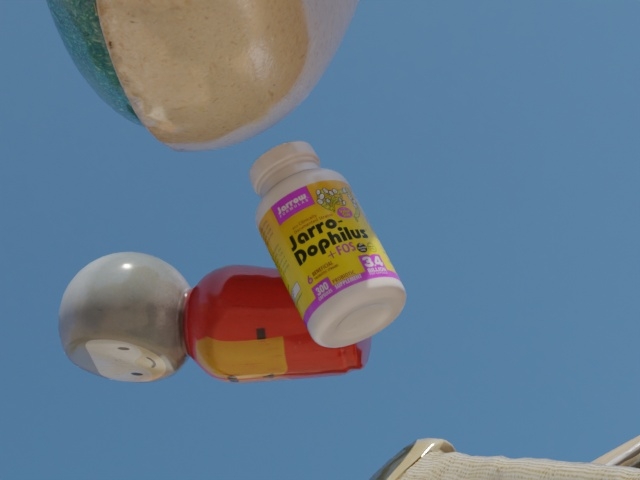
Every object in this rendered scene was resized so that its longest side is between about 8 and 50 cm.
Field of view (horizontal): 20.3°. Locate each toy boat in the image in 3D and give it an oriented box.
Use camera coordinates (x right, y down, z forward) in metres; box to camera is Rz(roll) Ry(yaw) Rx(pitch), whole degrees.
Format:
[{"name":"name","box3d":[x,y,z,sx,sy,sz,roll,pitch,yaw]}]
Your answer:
[{"name":"toy boat","box3d":[-0.060,-0.079,0.805,0.148,0.267,0.318,1,-71,13]}]

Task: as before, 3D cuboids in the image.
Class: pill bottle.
[{"name":"pill bottle","box3d":[0.000,0.000,0.746,0.043,0.083,0.043,-22,-27,-12]}]

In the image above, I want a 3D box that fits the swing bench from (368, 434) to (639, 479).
[{"name":"swing bench","box3d":[0.145,0.140,0.627,0.255,0.253,0.165,-3,-92,-28]}]
